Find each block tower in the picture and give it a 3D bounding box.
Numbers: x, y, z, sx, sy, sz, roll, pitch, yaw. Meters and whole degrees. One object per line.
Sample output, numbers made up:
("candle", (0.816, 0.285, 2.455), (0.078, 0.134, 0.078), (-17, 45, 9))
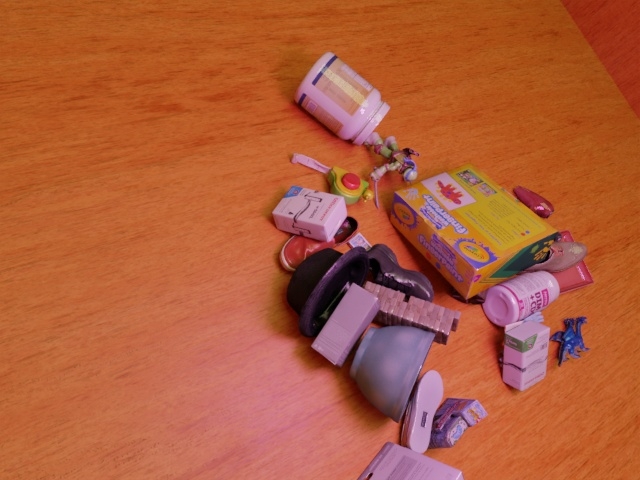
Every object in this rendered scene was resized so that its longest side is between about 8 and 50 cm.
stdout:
("block tower", (0.279, 0.238, 1.721), (0.335, 0.091, 0.097), (16, 57, 17))

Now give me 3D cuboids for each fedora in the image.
("fedora", (0.005, 0.136, 1.658), (0.152, 0.334, 0.334), (31, 52, 26))

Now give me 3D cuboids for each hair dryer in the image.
("hair dryer", (0.915, -0.127, 2.269), (0.224, 0.080, 0.293), (6, 50, -19))

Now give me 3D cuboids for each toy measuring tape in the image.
("toy measuring tape", (0.038, -0.211, 1.896), (0.330, 0.121, 0.121), (23, 59, -5))

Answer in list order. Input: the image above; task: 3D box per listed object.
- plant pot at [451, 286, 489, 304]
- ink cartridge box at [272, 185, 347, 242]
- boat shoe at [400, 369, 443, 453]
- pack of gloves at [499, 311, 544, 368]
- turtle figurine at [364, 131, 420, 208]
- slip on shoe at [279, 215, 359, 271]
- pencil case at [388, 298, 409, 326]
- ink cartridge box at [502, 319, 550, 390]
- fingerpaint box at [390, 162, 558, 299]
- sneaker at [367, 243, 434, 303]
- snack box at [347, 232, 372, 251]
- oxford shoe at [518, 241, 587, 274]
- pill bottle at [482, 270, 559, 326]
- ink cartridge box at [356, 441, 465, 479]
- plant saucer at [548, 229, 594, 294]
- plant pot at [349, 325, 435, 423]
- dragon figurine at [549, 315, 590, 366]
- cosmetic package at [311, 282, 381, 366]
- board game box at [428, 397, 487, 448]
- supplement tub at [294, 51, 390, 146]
("plant pot", (0.568, 0.141, 1.961), (0.167, 0.167, 0.165), (25, 66, -13))
("ink cartridge box", (-0.033, -0.092, 1.757), (0.203, 0.086, 0.148), (14, 52, 26))
("boat shoe", (0.320, 0.549, 1.689), (0.096, 0.088, 0.267), (25, 64, -18))
("pack of gloves", (0.743, 0.367, 1.967), (0.232, 0.046, 0.195), (-13, 112, -30))
("turtle figurine", (0.265, -0.274, 2.036), (0.198, 0.274, 0.266), (-18, 54, -8))
("slip on shoe", (0.000, 0.000, 1.783), (0.331, 0.101, 0.123), (-27, 83, -31))
("pencil case", (0.314, 0.237, 1.839), (0.206, 0.088, 0.086), (-53, 132, -33))
("ink cartridge box", (0.740, 0.414, 1.895), (0.153, 0.087, 0.208), (-16, 112, -31))
("fingerpaint box", (0.531, -0.050, 1.886), (0.371, 0.163, 0.445), (-22, 50, -22))
("sneaker", (0.250, 0.132, 1.771), (0.286, 0.109, 0.130), (38, 36, 23))
("snack box", (0.176, 0.057, 1.887), (0.178, 0.022, 0.064), (48, 57, 1))
("oxford shoe", (0.939, 0.065, 2.128), (0.348, 0.130, 0.123), (-12, 73, -9))
("pill bottle", (0.774, 0.215, 2.017), (0.283, 0.160, 0.160), (-16, 75, -30))
("ink cartridge box", (0.226, 0.763, 1.495), (0.309, 0.272, 0.130), (-39, 118, -33))
("plant saucer", (1.030, 0.095, 2.264), (0.258, 0.048, 0.259), (-10, 71, -29))
("plant pot", (0.209, 0.384, 1.625), (0.196, 0.293, 0.293), (22, 55, 17))
("dragon figurine", (0.971, 0.395, 2.074), (0.289, 0.085, 0.144), (-20, 77, -32))
("cosmetic package", (0.083, 0.263, 1.627), (0.107, 0.127, 0.238), (34, 82, 21))
("board game box", (0.424, 0.571, 1.667), (0.194, 0.194, 0.060), (-35, 85, -34))
("supplement tub", (0.083, -0.527, 1.988), (0.316, 0.228, 0.228), (38, 57, -6))
